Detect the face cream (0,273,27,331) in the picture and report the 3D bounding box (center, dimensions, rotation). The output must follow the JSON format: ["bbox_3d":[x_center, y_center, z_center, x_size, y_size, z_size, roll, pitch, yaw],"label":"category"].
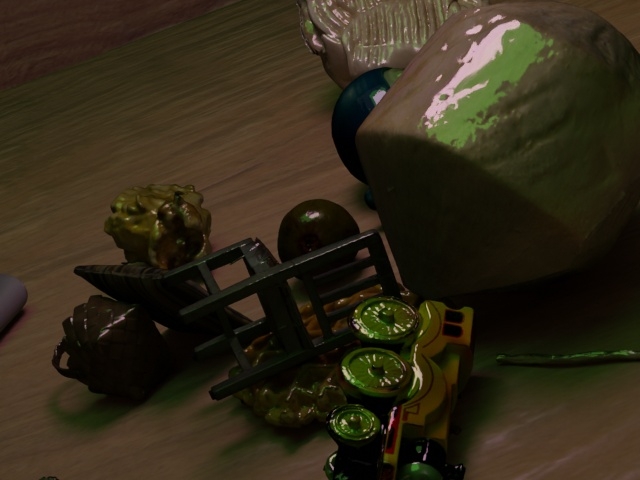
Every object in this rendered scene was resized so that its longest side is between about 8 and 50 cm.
[{"bbox_3d":[-0.603,0.166,2.247,0.163,0.080,0.336,-8,26,25],"label":"face cream"}]

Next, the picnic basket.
[{"bbox_3d":[-0.306,0.144,1.981,0.178,0.138,0.128,10,46,48],"label":"picnic basket"}]

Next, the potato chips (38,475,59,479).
[{"bbox_3d":[-0.350,0.367,1.644,0.167,0.059,0.228,-15,28,27],"label":"potato chips"}]

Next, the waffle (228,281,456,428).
[{"bbox_3d":[0.024,0.142,1.823,0.301,0.058,0.281,-35,28,-31],"label":"waffle"}]

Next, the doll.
[{"bbox_3d":[0.118,-0.156,2.225,0.186,0.198,0.322,-29,31,12],"label":"doll"}]

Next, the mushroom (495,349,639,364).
[{"bbox_3d":[0.332,0.135,1.639,0.286,0.028,0.026,-3,71,37],"label":"mushroom"}]

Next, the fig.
[{"bbox_3d":[0.000,0.000,2.128,0.124,0.124,0.236,-19,0,3],"label":"fig"}]

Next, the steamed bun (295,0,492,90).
[{"bbox_3d":[0.146,-0.387,2.649,0.394,0.237,0.346,23,66,18],"label":"steamed bun"}]

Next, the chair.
[{"bbox_3d":[-0.049,0.071,1.792,0.270,0.136,0.147,-24,24,-6],"label":"chair"}]

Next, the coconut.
[{"bbox_3d":[0.235,-0.093,1.806,0.344,0.415,0.415,30,47,22],"label":"coconut"}]

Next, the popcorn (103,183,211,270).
[{"bbox_3d":[-0.257,-0.022,2.272,0.168,0.173,0.195,19,12,-15],"label":"popcorn"}]

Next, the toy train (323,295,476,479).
[{"bbox_3d":[0.092,0.180,1.595,0.160,0.100,0.296,10,39,5],"label":"toy train"}]

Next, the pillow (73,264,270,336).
[{"bbox_3d":[-0.209,0.085,1.986,0.212,0.208,0.052,2,67,42],"label":"pillow"}]
